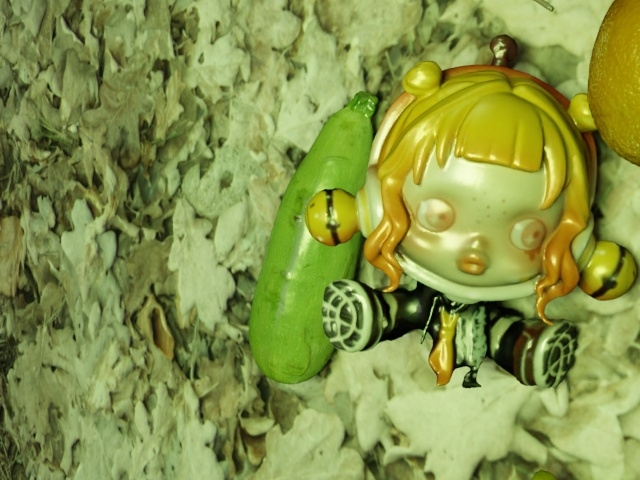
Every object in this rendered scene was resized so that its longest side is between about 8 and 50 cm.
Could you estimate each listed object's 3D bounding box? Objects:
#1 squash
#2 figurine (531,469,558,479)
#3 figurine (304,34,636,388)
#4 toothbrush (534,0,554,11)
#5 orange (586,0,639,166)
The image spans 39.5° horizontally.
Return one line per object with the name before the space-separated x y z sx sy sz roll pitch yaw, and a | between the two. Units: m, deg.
squash | -0.006 0.000 1.076 0.118 0.118 0.371 25 106 40
figurine | 0.318 0.335 0.746 0.218 0.169 0.327 -25 76 25
figurine | 0.149 -0.028 0.873 0.320 0.196 0.323 12 114 0
toothbrush | 0.208 -0.265 0.935 0.097 0.008 0.006 46 134 32
orange | 0.318 -0.144 0.713 0.206 0.206 0.206 2 92 44
